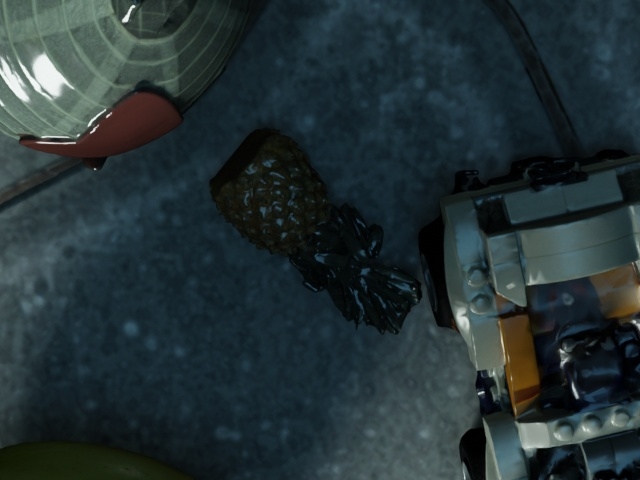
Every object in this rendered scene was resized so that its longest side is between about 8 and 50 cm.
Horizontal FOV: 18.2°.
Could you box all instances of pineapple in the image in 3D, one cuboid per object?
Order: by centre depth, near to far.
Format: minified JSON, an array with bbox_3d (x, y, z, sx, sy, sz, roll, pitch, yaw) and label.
[{"bbox_3d":[0.000,0.000,1.312,0.074,0.074,0.159,-45,107,4],"label":"pineapple"}]

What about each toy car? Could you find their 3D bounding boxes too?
[{"bbox_3d":[0.180,0.090,1.311,0.193,0.118,0.301,-11,101,-4],"label":"toy car"}]

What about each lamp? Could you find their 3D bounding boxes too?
[{"bbox_3d":[-0.145,-0.176,1.190,0.233,0.233,0.265,19,104,-6],"label":"lamp"}]

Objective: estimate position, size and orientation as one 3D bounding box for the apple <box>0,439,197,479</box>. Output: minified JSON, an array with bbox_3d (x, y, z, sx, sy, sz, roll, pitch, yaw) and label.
[{"bbox_3d":[-0.155,0.255,1.253,0.279,0.279,0.279,0,99,-3],"label":"apple"}]
